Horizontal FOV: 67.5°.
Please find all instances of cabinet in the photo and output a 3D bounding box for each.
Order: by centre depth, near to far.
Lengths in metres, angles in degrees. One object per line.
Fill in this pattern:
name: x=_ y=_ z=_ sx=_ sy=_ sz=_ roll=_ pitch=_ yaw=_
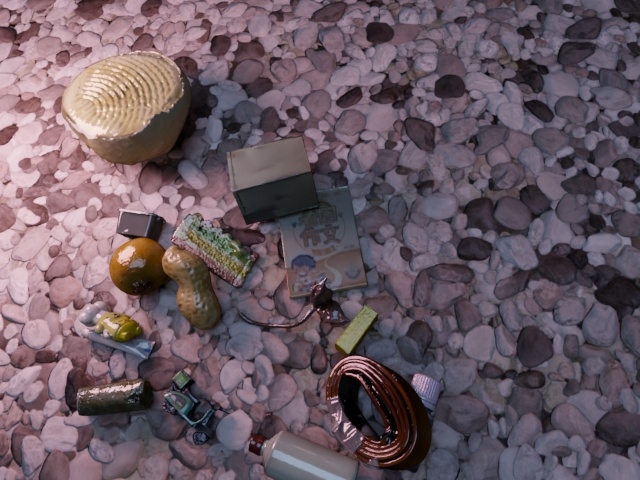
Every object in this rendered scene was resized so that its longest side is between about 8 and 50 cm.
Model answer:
cabinet: x=-0.125 y=-0.164 z=1.278 sx=0.206 sy=0.145 sz=0.150 roll=-15 pitch=55 yaw=-1

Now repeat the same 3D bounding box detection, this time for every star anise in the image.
star anise: x=-0.072 y=0.176 z=1.166 sx=0.227 sy=0.148 sz=0.218 roll=-34 pitch=45 yaw=-8

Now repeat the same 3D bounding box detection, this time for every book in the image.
book: x=0.000 y=0.000 z=1.287 sx=0.208 sy=0.020 sz=0.295 roll=-10 pitch=68 yaw=2

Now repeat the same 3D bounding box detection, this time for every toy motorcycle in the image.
toy motorcycle: x=-0.302 y=0.398 z=1.138 sx=0.173 sy=0.058 sz=0.100 roll=38 pitch=71 yaw=19

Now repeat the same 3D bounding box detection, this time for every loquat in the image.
loquat: x=-0.465 y=0.069 z=1.236 sx=0.163 sy=0.137 sz=0.163 roll=2 pitch=55 yaw=-3

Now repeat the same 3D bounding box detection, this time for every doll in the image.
doll: x=-0.534 y=0.207 z=1.214 sx=0.162 sy=0.106 sz=0.062 roll=20 pitch=106 yaw=19

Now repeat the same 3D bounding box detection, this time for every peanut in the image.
peanut: x=-0.320 y=0.117 z=1.202 sx=0.103 sy=0.098 sz=0.229 roll=-20 pitch=92 yaw=-21

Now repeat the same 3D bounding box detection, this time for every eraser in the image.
eraser: x=0.088 y=0.221 z=1.152 sx=0.045 sy=0.097 sz=0.122 roll=36 pitch=74 yaw=16

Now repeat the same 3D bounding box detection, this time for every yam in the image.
yam: x=-0.499 y=0.377 z=1.151 sx=0.179 sy=0.078 sz=0.078 roll=-6 pitch=68 yaw=1

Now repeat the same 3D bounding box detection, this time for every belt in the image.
belt: x=0.117 y=0.370 z=1.037 sx=0.184 sy=0.105 sz=0.261 roll=-43 pitch=46 yaw=7

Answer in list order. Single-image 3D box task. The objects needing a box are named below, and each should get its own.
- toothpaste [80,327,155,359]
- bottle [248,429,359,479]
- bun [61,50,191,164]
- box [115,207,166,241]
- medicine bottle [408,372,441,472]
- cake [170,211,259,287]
toothpaste: x=-0.521 y=0.258 z=1.226 sx=0.190 sy=0.031 sz=0.048 roll=14 pitch=61 yaw=6
bottle: x=-0.043 y=0.490 z=1.054 sx=0.245 sy=0.104 sz=0.104 roll=18 pitch=71 yaw=12
bun: x=-0.536 y=-0.363 z=1.376 sx=0.364 sy=0.202 sz=0.364 roll=-3 pitch=62 yaw=5
box: x=-0.496 y=-0.040 z=1.313 sx=0.122 sy=0.084 sz=0.069 roll=8 pitch=77 yaw=9
medicine bottle: x=0.211 y=0.405 z=1.076 sx=0.083 sy=0.083 sz=0.203 roll=21 pitch=73 yaw=12
cake: x=-0.283 y=0.027 z=1.290 sx=0.225 sy=0.090 sz=0.109 roll=35 pitch=72 yaw=-3
